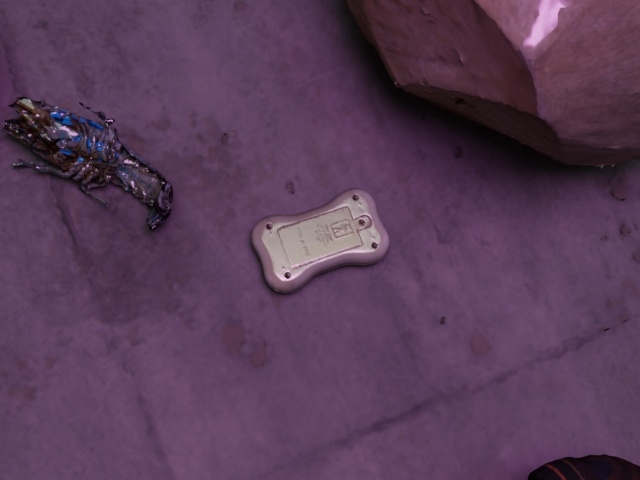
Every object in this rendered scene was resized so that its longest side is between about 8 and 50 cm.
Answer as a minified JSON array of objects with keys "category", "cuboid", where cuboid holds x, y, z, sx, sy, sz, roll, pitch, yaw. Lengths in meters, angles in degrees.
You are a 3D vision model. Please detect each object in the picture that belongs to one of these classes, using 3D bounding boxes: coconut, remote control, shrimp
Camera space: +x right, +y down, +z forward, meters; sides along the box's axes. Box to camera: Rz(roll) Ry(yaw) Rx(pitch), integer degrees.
[{"category":"coconut","cuboid":[0.191,-0.248,0.829,0.415,0.345,0.416,1,47,-1]},{"category":"remote control","cuboid":[0.000,0.000,0.897,0.122,0.032,0.074,-17,77,-12]},{"category":"shrimp","cuboid":[-0.208,-0.071,0.888,0.174,0.076,0.082,32,114,-2]}]

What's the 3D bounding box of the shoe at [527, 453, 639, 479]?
[{"category":"shoe","cuboid":[0.345,0.305,0.780,0.237,0.171,0.384,-32,82,-7]}]
